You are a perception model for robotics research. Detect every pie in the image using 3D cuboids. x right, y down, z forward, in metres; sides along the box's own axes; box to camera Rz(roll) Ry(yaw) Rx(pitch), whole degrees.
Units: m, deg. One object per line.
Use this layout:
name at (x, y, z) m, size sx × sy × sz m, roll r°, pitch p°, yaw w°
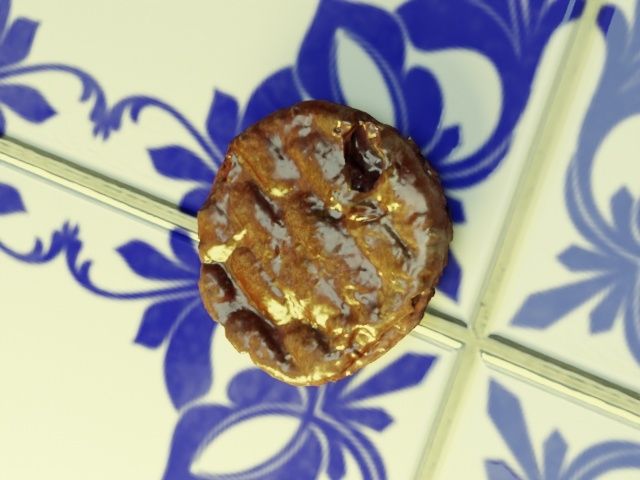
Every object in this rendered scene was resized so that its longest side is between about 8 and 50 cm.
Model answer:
pie at (0.000, 0.000, 0.993) m, size 0.153 × 0.038 × 0.154 m, roll 1°, pitch 93°, yaw 25°
